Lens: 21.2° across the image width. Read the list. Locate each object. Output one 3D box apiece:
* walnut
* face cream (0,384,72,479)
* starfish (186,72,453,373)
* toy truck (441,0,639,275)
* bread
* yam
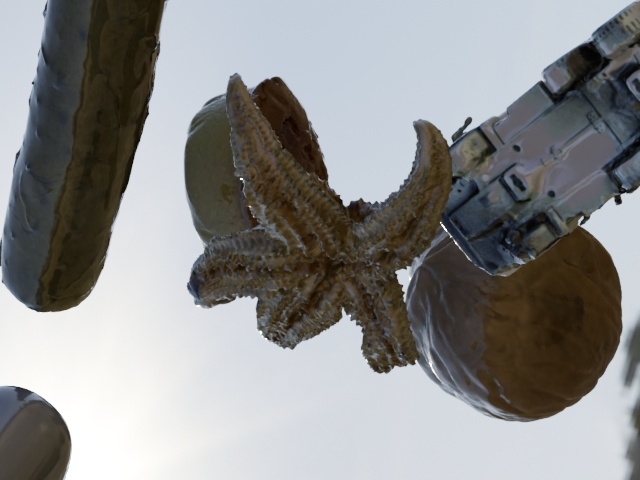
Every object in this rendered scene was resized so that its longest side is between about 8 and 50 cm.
[{"bbox_3d":[0.184,0.067,1.677,0.228,0.228,0.228,16,-90,-76],"label":"walnut"},{"bbox_3d":[-0.209,0.190,0.733,0.144,0.071,0.291,-50,5,48],"label":"face cream"},{"bbox_3d":[0.000,0.001,1.024,0.238,0.216,0.071,-33,31,41],"label":"starfish"},{"bbox_3d":[0.193,-0.088,1.140,0.270,0.114,0.135,-39,-4,39],"label":"toy truck"},{"bbox_3d":[-0.049,-0.046,1.273,0.125,0.086,0.156,34,-129,-59],"label":"bread"},{"bbox_3d":[-0.132,-0.115,1.005,0.083,0.083,0.371,-54,-15,-52],"label":"yam"}]
